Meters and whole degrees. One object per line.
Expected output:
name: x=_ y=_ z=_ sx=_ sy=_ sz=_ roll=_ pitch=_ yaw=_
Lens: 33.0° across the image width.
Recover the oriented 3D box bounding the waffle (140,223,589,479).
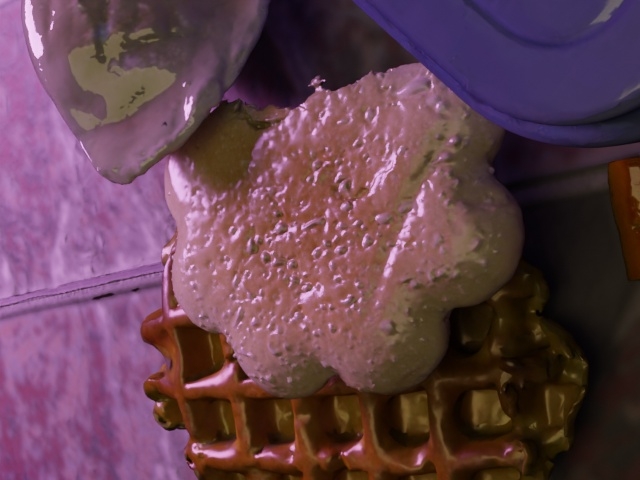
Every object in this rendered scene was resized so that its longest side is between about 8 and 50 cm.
waffle: x=0.007 y=0.075 z=0.692 sx=0.325 sy=0.068 sz=0.302 roll=42 pitch=118 yaw=24

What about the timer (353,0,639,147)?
timer: x=0.131 y=-0.265 z=0.492 sx=0.395 sy=0.173 sz=0.395 roll=5 pitch=98 yaw=37

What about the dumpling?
dumpling: x=-0.103 y=-0.157 z=0.699 sx=0.179 sy=0.131 sz=0.252 roll=-27 pitch=46 yaw=19

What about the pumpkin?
pumpkin: x=0.198 y=-0.013 z=0.561 sx=0.101 sy=0.035 sz=0.073 roll=-11 pitch=92 yaw=35

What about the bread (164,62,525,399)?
bread: x=0.000 y=0.000 z=0.620 sx=0.250 sy=0.039 sz=0.182 roll=-7 pitch=83 yaw=38
